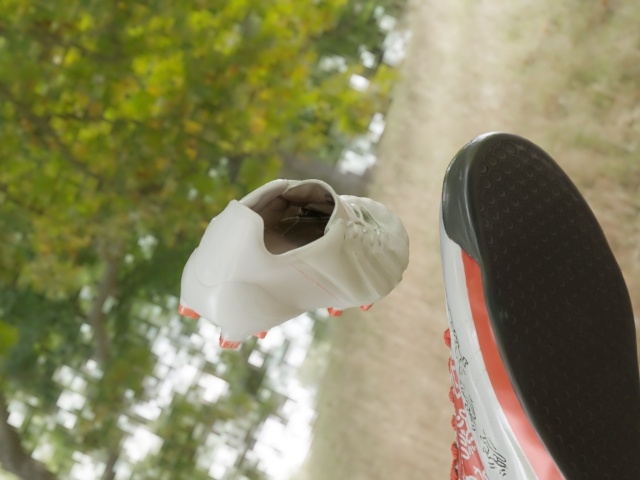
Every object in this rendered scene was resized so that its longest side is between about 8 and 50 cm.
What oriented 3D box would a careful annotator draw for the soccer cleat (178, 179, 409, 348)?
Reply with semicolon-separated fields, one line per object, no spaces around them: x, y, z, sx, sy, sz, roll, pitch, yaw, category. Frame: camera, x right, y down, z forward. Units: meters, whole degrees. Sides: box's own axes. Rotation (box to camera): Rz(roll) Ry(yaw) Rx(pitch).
0.000;0.000;0.863;0.196;0.068;0.076;-21;-39;-58;soccer cleat

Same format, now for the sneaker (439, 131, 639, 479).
0.080;0.096;0.746;0.090;0.270;0.145;-22;-1;-40;sneaker
